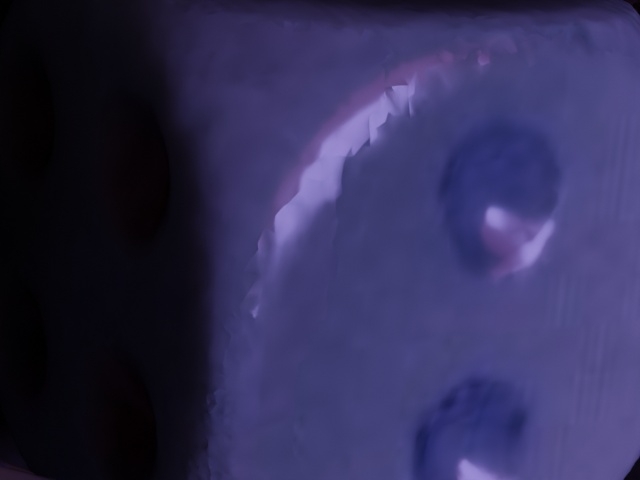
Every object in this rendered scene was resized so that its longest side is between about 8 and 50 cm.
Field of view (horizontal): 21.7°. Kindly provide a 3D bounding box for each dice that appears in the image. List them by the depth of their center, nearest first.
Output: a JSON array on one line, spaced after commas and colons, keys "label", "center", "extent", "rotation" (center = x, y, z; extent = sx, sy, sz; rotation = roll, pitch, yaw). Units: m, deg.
[{"label": "dice", "center": [0.000, 0.000, 0.798], "extent": [0.264, 0.268, 0.262], "rotation": [-6, 109, -33]}]

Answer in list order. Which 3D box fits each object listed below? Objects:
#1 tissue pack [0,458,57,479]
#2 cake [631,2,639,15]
[{"label": "tissue pack", "center": [-0.240, 0.136, 0.632], "extent": [0.256, 0.215, 0.123], "rotation": [-4, 96, -46]}, {"label": "cake", "center": [0.260, -0.034, 1.197], "extent": [0.177, 0.151, 0.283], "rotation": [8, 81, -42]}]
